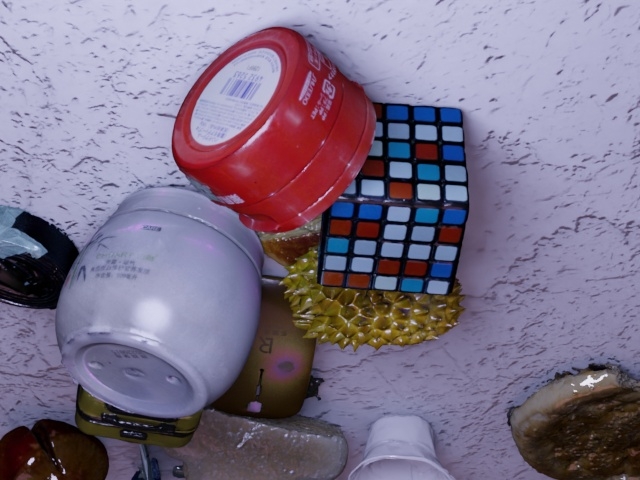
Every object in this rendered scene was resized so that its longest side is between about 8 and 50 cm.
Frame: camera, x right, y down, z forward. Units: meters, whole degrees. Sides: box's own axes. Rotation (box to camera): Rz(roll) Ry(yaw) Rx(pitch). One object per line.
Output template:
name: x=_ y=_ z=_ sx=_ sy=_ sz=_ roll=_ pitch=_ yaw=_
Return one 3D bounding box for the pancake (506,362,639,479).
pancake: x=0.510 y=0.324 z=2.092 sx=0.382 sy=0.071 sz=0.382 roll=1 pitch=140 yaw=1

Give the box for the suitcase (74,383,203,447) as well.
suitcase: x=-0.271 y=0.202 z=1.862 sx=0.194 sy=0.235 sz=0.143 roll=12 pitch=138 yaw=-11

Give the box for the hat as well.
hat: x=0.143 y=0.384 z=2.137 sx=0.203 sy=0.126 sz=0.203 roll=2 pitch=140 yaw=1

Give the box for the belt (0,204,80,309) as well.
belt: x=-0.451 y=0.026 z=1.788 sx=0.198 sy=0.078 sz=0.151 roll=28 pitch=135 yaw=-25

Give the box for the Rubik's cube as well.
Rubik's cube: x=0.092 y=-0.056 z=1.584 sx=0.184 sy=0.182 sz=0.187 roll=3 pitch=139 yaw=1

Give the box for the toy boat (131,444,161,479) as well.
toy boat: x=-0.311 y=0.442 z=2.176 sx=0.070 sy=0.210 sz=0.291 roll=-16 pitch=140 yaw=-13

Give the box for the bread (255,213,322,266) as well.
bread: x=-0.004 y=0.015 z=1.771 sx=0.154 sy=0.054 sz=0.136 roll=-8 pitch=137 yaw=20

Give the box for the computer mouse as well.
computer mouse: x=-0.092 y=0.183 z=1.923 sx=0.158 sy=0.072 sz=0.310 roll=8 pitch=129 yaw=-5

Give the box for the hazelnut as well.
hazelnut: x=-0.483 y=0.408 z=2.176 sx=0.204 sy=0.178 sz=0.178 roll=-12 pitch=148 yaw=-32

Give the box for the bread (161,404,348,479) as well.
bread: x=-0.126 y=0.374 z=2.091 sx=0.337 sy=0.183 sz=0.102 roll=14 pitch=-178 yaw=-9

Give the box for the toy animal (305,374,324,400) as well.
toy animal: x=-0.047 y=0.256 z=2.061 sx=0.136 sy=0.047 sz=0.065 roll=-27 pitch=137 yaw=28

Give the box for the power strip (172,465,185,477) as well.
power strip: x=-0.163 y=0.452 z=2.222 sx=0.224 sy=0.139 sz=0.140 roll=16 pitch=139 yaw=-15

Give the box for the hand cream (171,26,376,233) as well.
hand cream: x=-0.059 y=-0.136 z=1.471 sx=0.230 sy=0.230 sz=0.149 roll=-26 pitch=130 yaw=29

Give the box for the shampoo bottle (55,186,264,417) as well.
shampoo bottle: x=-0.218 y=0.086 z=1.692 sx=0.273 sy=0.266 sz=0.273 roll=10 pitch=142 yaw=8

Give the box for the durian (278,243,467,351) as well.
durian: x=0.079 y=0.059 z=1.721 sx=0.260 sy=0.154 sz=0.186 roll=-21 pitch=121 yaw=-5
